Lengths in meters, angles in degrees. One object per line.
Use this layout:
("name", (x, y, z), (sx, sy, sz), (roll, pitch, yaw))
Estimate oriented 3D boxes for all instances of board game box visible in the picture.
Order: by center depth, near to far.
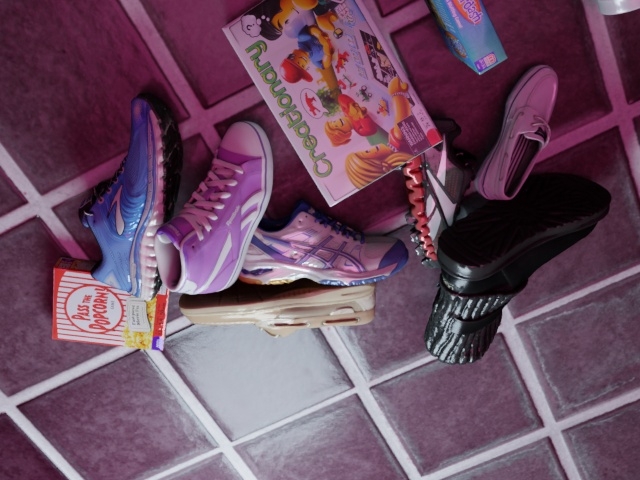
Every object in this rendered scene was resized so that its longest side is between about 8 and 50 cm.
("board game box", (0.173, -0.345, 0.910), (0.047, 0.160, 0.210), (-30, 116, 10))
("board game box", (0.019, -0.228, 0.967), (0.193, 0.053, 0.305), (-31, 97, 11))
("board game box", (-0.365, 0.113, 1.160), (0.194, 0.045, 0.146), (8, 116, -8))

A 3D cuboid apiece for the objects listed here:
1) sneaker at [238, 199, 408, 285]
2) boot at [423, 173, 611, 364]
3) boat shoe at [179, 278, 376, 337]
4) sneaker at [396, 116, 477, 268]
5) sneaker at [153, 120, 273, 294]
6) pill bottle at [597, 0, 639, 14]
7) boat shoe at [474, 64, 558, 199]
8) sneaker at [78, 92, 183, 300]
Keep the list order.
("sneaker", (0.000, 0.000, 1.094), (0.297, 0.112, 0.130), (-2, 105, -3))
("boot", (0.325, 0.047, 1.129), (0.348, 0.131, 0.260), (-23, 135, -17))
("boat shoe", (-0.070, 0.118, 1.145), (0.341, 0.121, 0.110), (-5, 116, -4))
("sneaker", (0.196, -0.079, 1.079), (0.135, 0.097, 0.276), (-13, 116, 5))
("sneaker", (-0.165, -0.049, 1.001), (0.102, 0.161, 0.282), (18, 99, 29))
("pill bottle", (0.406, -0.430, 0.909), (0.117, 0.117, 0.215), (-23, 116, 7))
("boat shoe", (0.325, -0.163, 1.031), (0.083, 0.076, 0.226), (18, 97, -27))
("sneaker", (-0.303, -0.066, 1.026), (0.147, 0.130, 0.329), (11, 107, -4))
